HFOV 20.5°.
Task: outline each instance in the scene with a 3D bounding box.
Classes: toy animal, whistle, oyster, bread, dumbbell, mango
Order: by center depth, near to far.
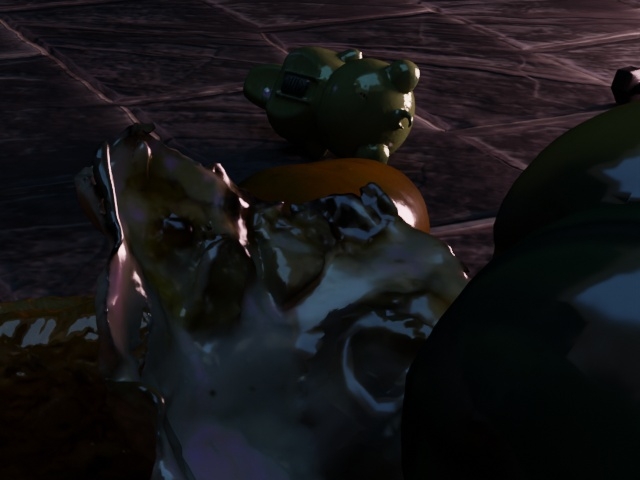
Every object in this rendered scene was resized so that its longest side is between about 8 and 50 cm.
[{"bbox_3d":[0.148,0.042,0.697,0.191,0.216,0.338,29,37,21],"label":"toy animal"},{"bbox_3d":[0.012,0.098,0.775,0.201,0.107,0.354,-10,53,-39],"label":"oyster"},{"bbox_3d":[-0.109,0.081,0.967,0.211,0.114,0.083,-6,22,-9],"label":"bread"},{"bbox_3d":[0.000,0.000,1.187,0.138,0.113,0.253,7,19,16],"label":"mango"},{"bbox_3d":[0.006,-0.123,1.584,0.085,0.105,0.227,23,-3,-40],"label":"whistle"},{"bbox_3d":[0.322,-0.144,1.712,0.036,0.040,0.083,24,-2,-44],"label":"dumbbell"}]
